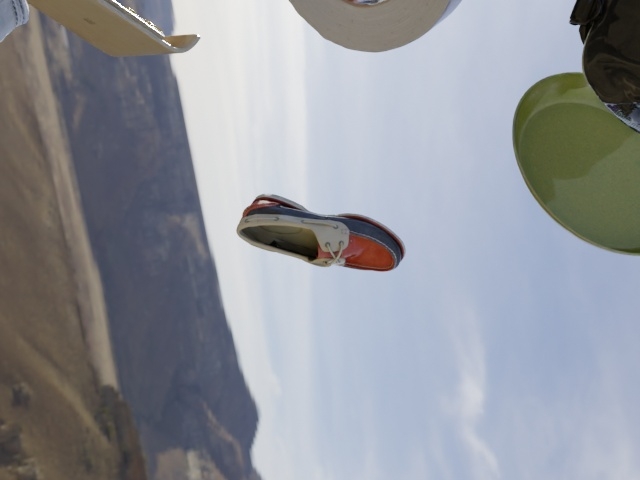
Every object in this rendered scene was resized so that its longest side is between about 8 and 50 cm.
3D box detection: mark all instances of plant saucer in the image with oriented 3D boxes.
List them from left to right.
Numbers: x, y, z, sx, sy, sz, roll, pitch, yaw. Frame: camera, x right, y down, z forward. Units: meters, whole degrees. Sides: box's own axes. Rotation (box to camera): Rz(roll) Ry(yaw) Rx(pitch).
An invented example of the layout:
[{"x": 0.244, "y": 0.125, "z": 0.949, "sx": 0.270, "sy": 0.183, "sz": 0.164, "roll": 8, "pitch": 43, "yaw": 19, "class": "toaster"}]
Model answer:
[{"x": 0.316, "y": -0.082, "z": 1.093, "sx": 0.037, "sy": 0.241, "sz": 0.241, "roll": 122, "pitch": -42, "yaw": -56, "class": "plant saucer"}]

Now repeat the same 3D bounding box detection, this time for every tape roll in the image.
[{"x": 0.059, "y": -0.322, "z": 1.073, "sx": 0.072, "sy": 0.219, "sz": 0.219, "roll": -46, "pitch": 135, "yaw": -53, "class": "tape roll"}]

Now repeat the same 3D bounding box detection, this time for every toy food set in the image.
[{"x": -0.379, "y": -0.417, "z": 1.680, "sx": 0.220, "sy": 0.306, "sz": 0.092, "roll": 10, "pitch": -105, "yaw": 47, "class": "toy food set"}]

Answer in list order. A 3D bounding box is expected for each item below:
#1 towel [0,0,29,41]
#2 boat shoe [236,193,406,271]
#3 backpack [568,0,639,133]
[{"x": -0.317, "y": -0.178, "z": 0.547, "sx": 0.324, "sy": 0.056, "sz": 0.312, "roll": -58, "pitch": 147, "yaw": -38, "class": "towel"}, {"x": 0.000, "y": 0.000, "z": 0.790, "sx": 0.043, "sy": 0.137, "sz": 0.049, "roll": -61, "pitch": 166, "yaw": -55, "class": "boat shoe"}, {"x": 0.343, "y": -0.169, "z": 0.765, "sx": 0.191, "sy": 0.253, "sz": 0.225, "roll": 18, "pitch": -91, "yaw": 39, "class": "backpack"}]
